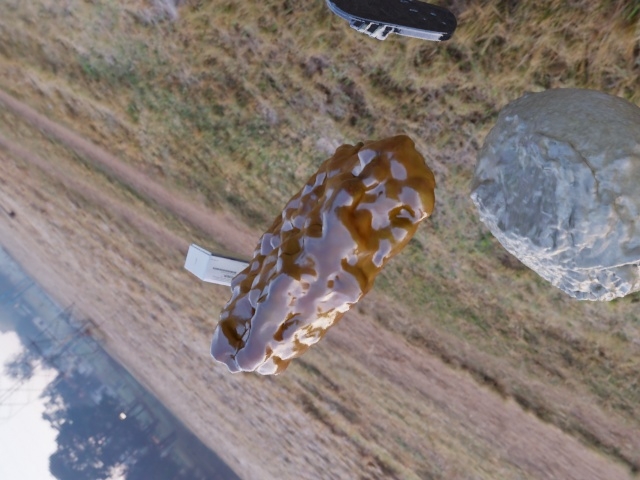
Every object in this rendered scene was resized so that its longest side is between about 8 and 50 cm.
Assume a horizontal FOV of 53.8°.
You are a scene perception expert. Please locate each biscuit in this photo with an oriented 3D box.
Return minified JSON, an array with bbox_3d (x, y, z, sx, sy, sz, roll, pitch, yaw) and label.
[{"bbox_3d":[0.000,0.000,0.776,0.110,0.318,0.312,37,-171,-9],"label":"biscuit"}]

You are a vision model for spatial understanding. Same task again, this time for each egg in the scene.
[{"bbox_3d":[0.351,-0.070,0.865,0.310,0.279,0.279,57,166,29],"label":"egg"}]

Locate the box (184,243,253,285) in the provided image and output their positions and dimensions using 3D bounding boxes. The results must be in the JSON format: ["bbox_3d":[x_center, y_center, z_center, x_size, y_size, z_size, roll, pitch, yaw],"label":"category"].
[{"bbox_3d":[-0.166,0.050,1.158,0.130,0.051,0.129,15,180,-27],"label":"box"}]

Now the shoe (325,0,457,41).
[{"bbox_3d":[0.088,-0.290,0.838,0.179,0.071,0.049,12,148,-5],"label":"shoe"}]
